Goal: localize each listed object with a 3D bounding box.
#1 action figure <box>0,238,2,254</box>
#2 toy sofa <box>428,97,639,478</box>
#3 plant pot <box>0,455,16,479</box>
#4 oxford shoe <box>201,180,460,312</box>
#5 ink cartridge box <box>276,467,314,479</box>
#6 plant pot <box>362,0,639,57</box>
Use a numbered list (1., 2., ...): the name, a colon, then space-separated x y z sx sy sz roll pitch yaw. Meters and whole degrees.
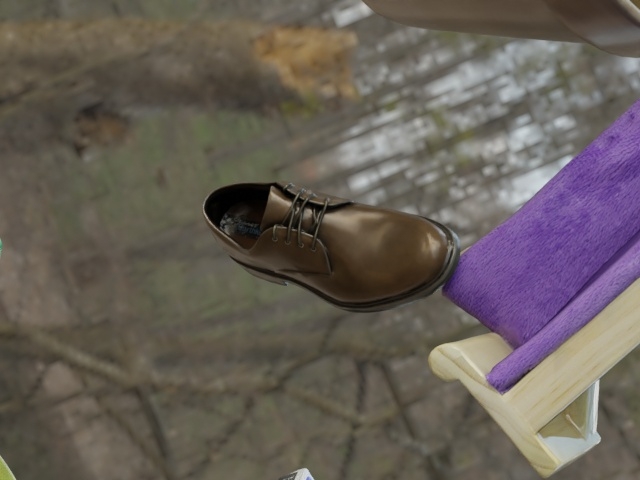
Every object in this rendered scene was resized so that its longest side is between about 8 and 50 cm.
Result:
1. action figure: -0.260 0.021 0.904 0.137 0.232 0.063 59 -44 24
2. toy sofa: 0.236 -0.018 1.250 0.177 0.362 0.150 50 16 11
3. plant pot: -0.380 0.260 1.216 0.293 0.274 0.275 -42 117 -48
4. oxford shoe: 0.000 0.000 1.386 0.096 0.227 0.083 39 64 -50
5. ink cartridge box: -0.004 0.364 1.764 0.208 0.045 0.206 57 28 -18
6. plant pot: 0.162 -0.288 1.426 0.280 0.323 0.323 -7 -69 44
